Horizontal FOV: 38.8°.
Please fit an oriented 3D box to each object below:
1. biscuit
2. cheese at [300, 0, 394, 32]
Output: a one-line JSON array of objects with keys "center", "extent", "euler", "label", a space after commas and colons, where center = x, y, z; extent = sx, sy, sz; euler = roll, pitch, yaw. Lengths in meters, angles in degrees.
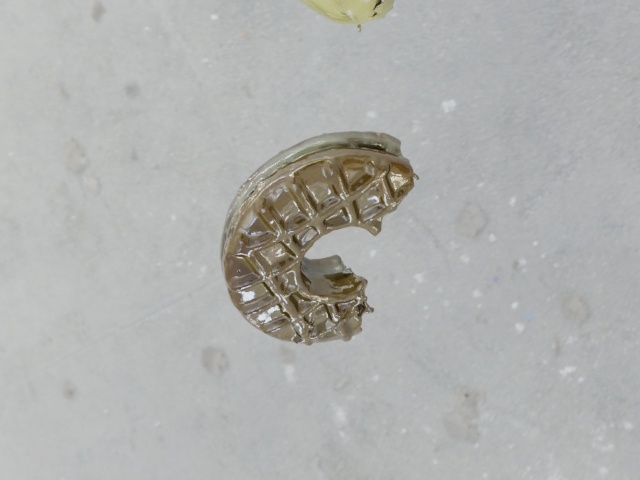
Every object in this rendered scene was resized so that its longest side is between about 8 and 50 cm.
[{"center": [-0.018, 0.007, 1.357], "extent": [0.115, 0.268, 0.366], "euler": [-117, 33, -50], "label": "biscuit"}, {"center": [-0.024, -0.359, 0.968], "extent": [0.128, 0.260, 0.316], "euler": [-26, 130, 27], "label": "cheese"}]
